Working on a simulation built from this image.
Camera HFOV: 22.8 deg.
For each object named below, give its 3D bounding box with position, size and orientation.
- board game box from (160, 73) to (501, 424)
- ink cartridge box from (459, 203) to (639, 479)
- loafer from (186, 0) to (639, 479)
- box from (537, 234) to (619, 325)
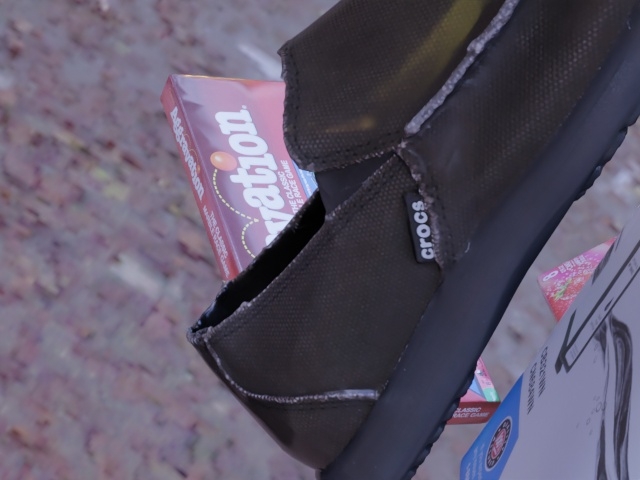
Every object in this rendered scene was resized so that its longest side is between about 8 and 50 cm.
[{"bbox_3d":[0.000,0.000,1.015,0.145,0.027,0.281,0,47,-27],"label":"board game box"},{"bbox_3d":[0.124,0.050,0.479,0.086,0.203,0.148,27,26,-6],"label":"ink cartridge box"},{"bbox_3d":[0.027,-0.034,0.378,0.078,0.220,0.080,26,22,-1],"label":"loafer"},{"bbox_3d":[0.230,0.086,0.979,0.128,0.122,0.257,62,6,-16],"label":"box"}]
